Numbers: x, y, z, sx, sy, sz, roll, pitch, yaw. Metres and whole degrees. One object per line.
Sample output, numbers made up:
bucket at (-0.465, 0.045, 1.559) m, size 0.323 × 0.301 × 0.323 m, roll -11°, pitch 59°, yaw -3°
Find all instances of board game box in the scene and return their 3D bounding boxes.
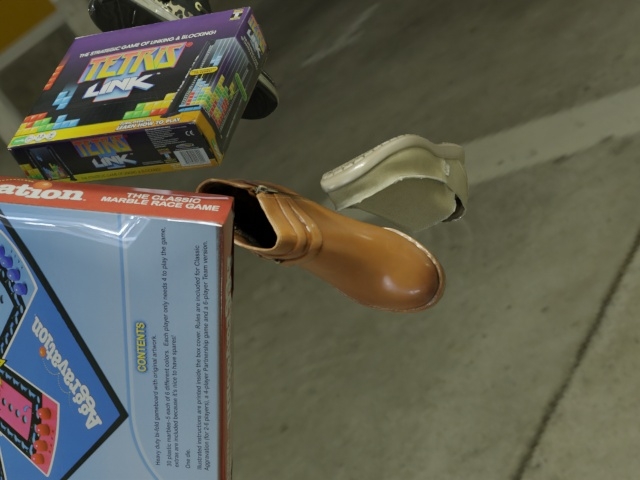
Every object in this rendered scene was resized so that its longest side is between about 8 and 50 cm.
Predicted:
board game box at (-0.139, -0.112, 0.875) m, size 0.170 × 0.048 × 0.141 m, roll -5°, pitch 45°, yaw 24°
board game box at (-0.111, 0.105, 0.492) m, size 0.145 × 0.281 × 0.027 m, roll 5°, pitch 28°, yaw 3°

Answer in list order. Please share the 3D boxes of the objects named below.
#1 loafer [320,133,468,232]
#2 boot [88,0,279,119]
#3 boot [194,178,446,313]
loafer at (0.099, -0.056, 1.228) m, size 0.102 × 0.092 × 0.268 m, roll -26°, pitch -9°, yaw 33°
boot at (-0.130, -0.256, 1.238) m, size 0.085 × 0.236 × 0.178 m, roll -30°, pitch 39°, yaw 41°
boot at (0.000, 0.000, 1.333) m, size 0.109 × 0.283 × 0.220 m, roll -60°, pitch -21°, yaw 6°
